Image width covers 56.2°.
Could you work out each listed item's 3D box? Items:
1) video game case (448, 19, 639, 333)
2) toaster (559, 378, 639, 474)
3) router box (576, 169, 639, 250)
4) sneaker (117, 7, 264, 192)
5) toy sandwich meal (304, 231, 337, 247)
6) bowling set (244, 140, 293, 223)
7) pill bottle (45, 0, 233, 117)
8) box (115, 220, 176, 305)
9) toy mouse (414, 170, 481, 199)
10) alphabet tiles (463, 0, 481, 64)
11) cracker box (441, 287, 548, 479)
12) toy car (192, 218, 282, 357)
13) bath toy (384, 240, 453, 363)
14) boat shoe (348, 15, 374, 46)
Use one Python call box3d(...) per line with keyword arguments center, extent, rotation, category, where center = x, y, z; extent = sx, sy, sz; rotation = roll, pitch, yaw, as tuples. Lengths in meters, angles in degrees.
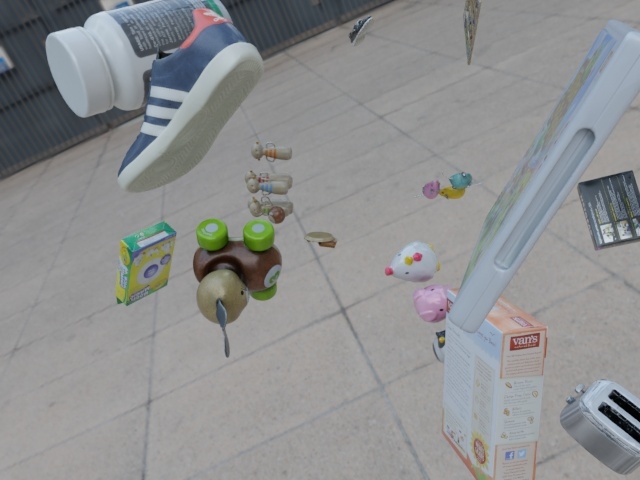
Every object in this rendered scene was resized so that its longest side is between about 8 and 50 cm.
box3d(center=(0.161, -0.057, 0.424), extent=(0.023, 0.193, 0.212), rotation=(30, 29, 10), category="video game case")
box3d(center=(0.654, 0.414, 1.324), extent=(0.129, 0.146, 0.227), rotation=(-38, 62, -19), category="toaster")
box3d(center=(0.744, -0.077, 1.520), extent=(0.133, 0.179, 0.046), rotation=(-13, -16, 14), category="router box")
box3d(center=(-0.241, -0.225, 0.986), extent=(0.350, 0.148, 0.131), rotation=(-41, -13, 27), category="sneaker")
box3d(center=(0.000, 0.000, 1.527), extent=(0.085, 0.029, 0.085), rotation=(1, 16, 0), category="toy sandwich meal")
box3d(center=(-0.173, -0.145, 1.845), extent=(0.154, 0.287, 0.200), rotation=(5, 40, 5), category="bowling set")
box3d(center=(-0.377, -0.403, 1.292), extent=(0.361, 0.204, 0.204), rotation=(-29, 24, -32), category="pill bottle")
box3d(center=(-0.345, 0.055, 1.176), extent=(0.043, 0.179, 0.105), rotation=(41, 44, 19), category="box")
box3d(center=(0.293, -0.123, 1.381), extent=(0.161, 0.031, 0.143), rotation=(-13, -17, 12), category="toy mouse")
box3d(center=(0.342, -0.549, 1.333), extent=(0.009, 0.237, 0.198), rotation=(3, 53, 6), category="alphabet tiles")
box3d(center=(0.225, 0.194, 0.800), extent=(0.067, 0.232, 0.156), rotation=(-5, 16, -11), category="cracker box")
box3d(center=(-0.138, 0.084, 0.961), extent=(0.148, 0.155, 0.188), rotation=(0, 45, -2), category="toy car")
box3d(center=(0.252, 0.159, 1.309), extent=(0.129, 0.348, 0.151), rotation=(-13, -24, -26), category="bath toy")
box3d(center=(0.103, -0.551, 1.558), extent=(0.046, 0.038, 0.125), rotation=(-34, -1, -14), category="boat shoe")
